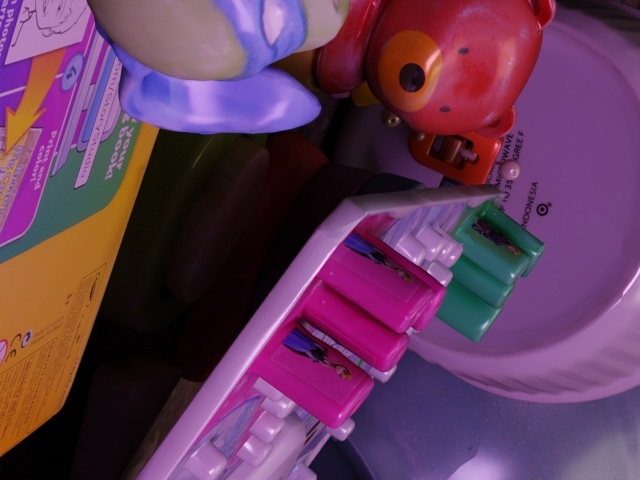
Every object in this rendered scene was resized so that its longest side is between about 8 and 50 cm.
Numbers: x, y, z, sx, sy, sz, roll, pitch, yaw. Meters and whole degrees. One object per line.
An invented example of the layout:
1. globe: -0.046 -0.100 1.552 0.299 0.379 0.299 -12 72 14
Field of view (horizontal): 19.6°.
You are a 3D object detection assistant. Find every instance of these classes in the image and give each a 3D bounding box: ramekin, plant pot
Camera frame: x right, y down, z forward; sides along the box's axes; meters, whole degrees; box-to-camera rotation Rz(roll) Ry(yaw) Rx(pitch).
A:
1. ramekin: 0.129 -0.030 1.162 0.127 0.273 0.273 5 111 -65
2. plant pot: 0.073 0.155 1.345 0.196 0.293 0.293 -23 145 -31

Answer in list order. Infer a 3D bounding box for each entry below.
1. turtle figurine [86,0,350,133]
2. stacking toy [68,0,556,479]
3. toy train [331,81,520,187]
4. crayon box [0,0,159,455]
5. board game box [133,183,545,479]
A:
1. turtle figurine: 0.062 -0.154 0.358 0.274 0.198 0.266 102 14 -54
2. stacking toy: 0.000 0.000 0.957 0.279 0.130 0.309 -54 164 -43
3. toy train: 0.075 -0.113 1.077 0.046 0.125 0.166 -54 162 -68
4. crayon box: -0.101 -0.057 0.504 0.278 0.081 0.165 -69 167 20
5. board game box: -0.043 0.146 0.861 0.390 0.050 0.390 -54 170 10
